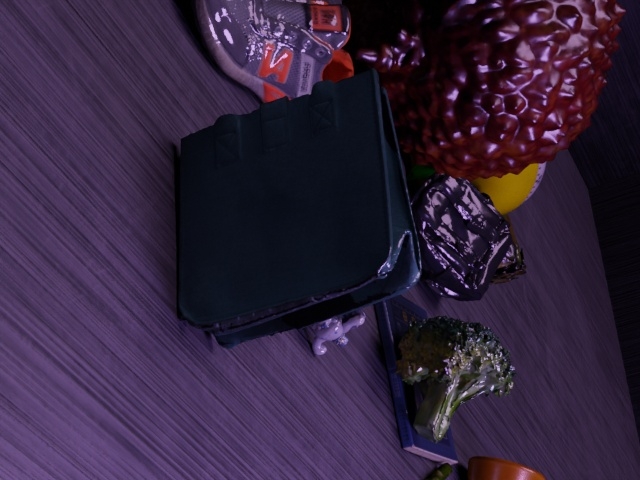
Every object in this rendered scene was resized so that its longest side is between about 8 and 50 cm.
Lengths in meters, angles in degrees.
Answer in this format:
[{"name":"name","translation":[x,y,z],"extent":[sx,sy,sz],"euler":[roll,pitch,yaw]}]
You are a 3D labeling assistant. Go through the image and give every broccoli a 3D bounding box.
[{"name":"broccoli","translation":[0.196,0.213,1.804],"extent":[0.220,0.194,0.194],"euler":[79,2,-64]}]

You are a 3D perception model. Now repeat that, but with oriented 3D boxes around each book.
[{"name":"book","translation":[0.152,0.217,1.910],"extent":[0.191,0.025,0.269],"euler":[34,42,-58]}]

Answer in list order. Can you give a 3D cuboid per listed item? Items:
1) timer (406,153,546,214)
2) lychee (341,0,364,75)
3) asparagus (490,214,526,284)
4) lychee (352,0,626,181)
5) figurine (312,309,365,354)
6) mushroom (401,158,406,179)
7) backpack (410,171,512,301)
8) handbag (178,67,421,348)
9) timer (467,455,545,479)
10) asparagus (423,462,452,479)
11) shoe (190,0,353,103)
[{"name":"timer","translation":[0.270,-0.158,2.262],"extent":[0.285,0.285,0.285],"euler":[52,27,-41]},{"name":"lychee","translation":[0.093,-0.348,2.071],"extent":[0.188,0.188,0.188],"euler":[52,27,-41]},{"name":"asparagus","translation":[0.321,-0.092,2.495],"extent":[0.108,0.128,0.382],"euler":[135,-61,-72]},{"name":"lychee","translation":[0.241,-0.297,1.821],"extent":[0.500,0.424,0.425],"euler":[-20,91,-37]},{"name":"figurine","translation":[0.017,0.105,1.571],"extent":[0.086,0.094,0.082],"euler":[65,32,-33]},{"name":"mushroom","translation":[0.074,-0.102,1.835],"extent":[0.351,0.095,0.123],"euler":[56,40,-63]},{"name":"backpack","translation":[0.242,-0.012,2.143],"extent":[0.258,0.133,0.206],"euler":[48,66,-30]},{"name":"handbag","translation":[-0.026,-0.030,1.328],"extent":[0.100,0.268,0.274],"euler":[42,33,-53]},{"name":"timer","translation":[0.294,0.451,1.973],"extent":[0.132,0.132,0.152],"euler":[43,59,-52]},{"name":"asparagus","translation":[0.182,0.370,1.853],"extent":[0.021,0.025,0.108],"euler":[53,21,10]},{"name":"shoe","translation":[-0.046,-0.288,1.644],"extent":[0.336,0.171,0.132],"euler":[40,37,-55]}]
